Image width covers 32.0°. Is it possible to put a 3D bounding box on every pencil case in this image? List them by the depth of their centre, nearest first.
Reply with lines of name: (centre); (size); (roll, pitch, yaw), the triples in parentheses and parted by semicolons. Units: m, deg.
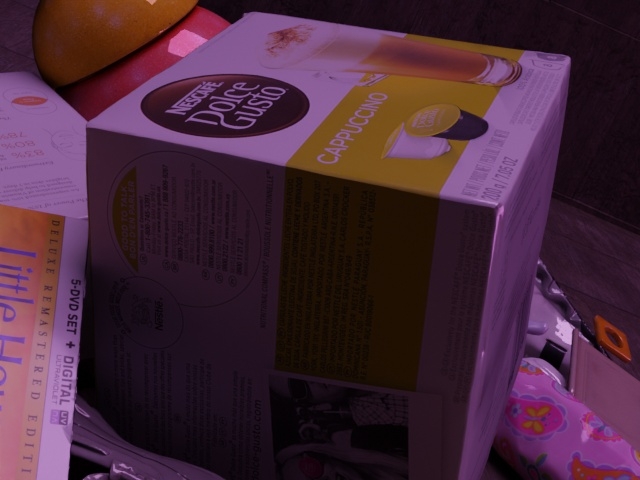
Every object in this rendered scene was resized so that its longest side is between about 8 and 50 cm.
pencil case: (0.294, 0.258, 1.354); (0.124, 0.124, 0.284); (10, 21, -41)

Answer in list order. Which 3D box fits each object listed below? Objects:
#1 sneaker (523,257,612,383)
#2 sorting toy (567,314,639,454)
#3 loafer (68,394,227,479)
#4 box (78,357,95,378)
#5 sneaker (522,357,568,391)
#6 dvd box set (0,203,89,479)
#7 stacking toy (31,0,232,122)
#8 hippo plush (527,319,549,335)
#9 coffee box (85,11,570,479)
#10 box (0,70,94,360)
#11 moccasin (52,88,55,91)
sneaker: (0.362, 0.172, 1.756); (0.330, 0.146, 0.122); (57, 7, 20)
sorting toy: (0.411, 0.236, 1.566); (0.196, 0.047, 0.347); (40, 30, -7)
loafer: (-0.162, 0.212, 0.872); (0.319, 0.112, 0.111); (26, 27, 17)
box: (-0.212, 0.104, 1.241); (0.145, 0.038, 0.186); (31, 16, 23)
sneaker: (0.254, 0.195, 1.596); (0.094, 0.080, 0.212); (-12, 32, -45)
dvd box set: (-0.385, 0.066, 0.796); (0.421, 0.062, 0.307); (11, 41, -16)
stacking toy: (-0.220, -0.226, 1.337); (0.479, 0.351, 0.350); (63, 4, -21)
hippo plush: (0.160, 0.083, 1.499); (0.234, 0.294, 0.236); (22, -7, 40)
coffee box: (0.014, 0.016, 1.014); (0.334, 0.338, 0.337); (12, 30, 16)
box: (-0.332, -0.030, 1.163); (0.215, 0.168, 0.345); (-12, 36, -35)
moccasin: (-0.391, -0.228, 1.791); (0.147, 0.139, 0.380); (15, 7, -14)
